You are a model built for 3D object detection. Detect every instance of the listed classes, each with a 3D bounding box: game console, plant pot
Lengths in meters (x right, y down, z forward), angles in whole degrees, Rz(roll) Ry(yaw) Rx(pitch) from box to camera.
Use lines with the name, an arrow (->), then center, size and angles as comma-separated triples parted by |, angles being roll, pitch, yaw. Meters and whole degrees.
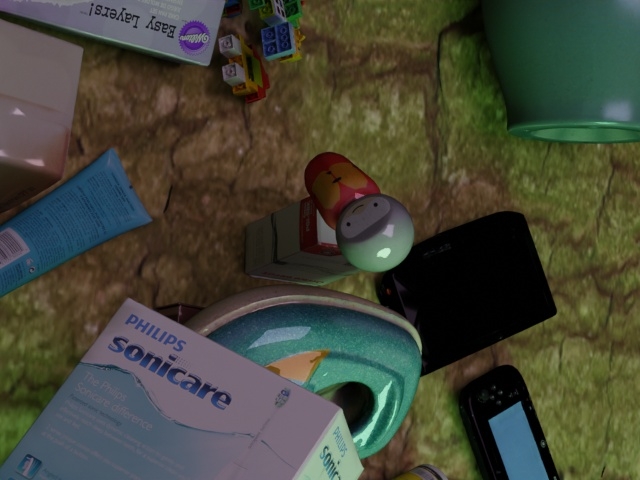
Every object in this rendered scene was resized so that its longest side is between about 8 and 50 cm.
game console -> 0.198, 0.159, 1.653 | 0.213, 0.044, 0.361 | -21, 92, -36
plant pot -> 0.306, -0.242, 1.691 | 0.272, 0.272, 0.255 | 4, 86, -34

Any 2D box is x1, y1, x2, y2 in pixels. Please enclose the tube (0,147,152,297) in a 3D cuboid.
tube -> -0.244, -0.010, 1.382 | 0.207, 0.052, 0.080 | -35, 105, -40

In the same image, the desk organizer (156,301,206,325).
desk organizer -> -0.095, 0.098, 1.461 | 0.130, 0.047, 0.050 | 14, 75, -32

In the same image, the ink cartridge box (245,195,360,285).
ink cartridge box -> 0.000, 0.000, 1.493 | 0.099, 0.135, 0.056 | 9, 72, -34

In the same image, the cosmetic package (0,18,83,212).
cosmetic package -> -0.369, -0.129, 1.257 | 0.296, 0.153, 0.129 | 16, 70, -30

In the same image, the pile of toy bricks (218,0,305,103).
pile of toy bricks -> -0.047, -0.249, 1.547 | 0.105, 0.118, 0.212 | 30, 49, -62

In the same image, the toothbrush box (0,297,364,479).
toothbrush box -> -0.137, 0.226, 1.180 | 0.295, 0.216, 0.126 | -56, 155, -21

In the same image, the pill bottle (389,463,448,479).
pill bottle -> 0.076, 0.277, 1.528 | 0.116, 0.065, 0.065 | -20, 91, -35

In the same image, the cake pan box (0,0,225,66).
cake pan box -> -0.194, -0.310, 1.422 | 0.267, 0.070, 0.245 | 13, 96, -32

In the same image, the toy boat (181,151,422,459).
toy boat -> -0.005, 0.082, 1.359 | 0.267, 0.148, 0.318 | 3, 118, -28
